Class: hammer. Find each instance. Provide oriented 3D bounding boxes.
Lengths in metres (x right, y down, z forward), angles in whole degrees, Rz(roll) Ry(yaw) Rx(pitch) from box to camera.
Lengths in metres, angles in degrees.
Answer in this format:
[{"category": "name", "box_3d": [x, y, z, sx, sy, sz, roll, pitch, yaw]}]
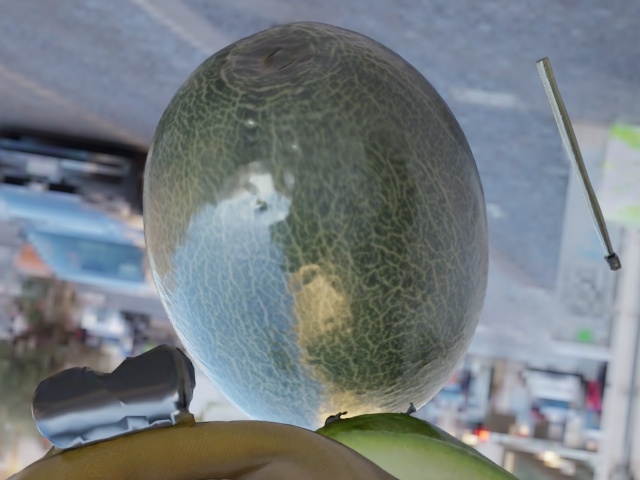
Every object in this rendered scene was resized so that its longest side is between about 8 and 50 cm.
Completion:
[{"category": "hammer", "box_3d": [0.229, -0.068, 1.595, 0.013, 0.199, 0.062, -19, -178, 7]}]

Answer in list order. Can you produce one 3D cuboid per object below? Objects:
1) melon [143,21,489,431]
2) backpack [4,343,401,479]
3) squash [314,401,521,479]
[{"category": "melon", "box_3d": [0.000, 0.000, 1.251, 0.237, 0.302, 0.237, -9, -146, 6]}, {"category": "backpack", "box_3d": [-0.018, 0.232, 0.707, 0.353, 0.378, 0.201, -15, -162, 25]}, {"category": "squash", "box_3d": [0.126, 0.220, 1.085, 0.111, 0.203, 0.288, -34, -150, -14]}]
